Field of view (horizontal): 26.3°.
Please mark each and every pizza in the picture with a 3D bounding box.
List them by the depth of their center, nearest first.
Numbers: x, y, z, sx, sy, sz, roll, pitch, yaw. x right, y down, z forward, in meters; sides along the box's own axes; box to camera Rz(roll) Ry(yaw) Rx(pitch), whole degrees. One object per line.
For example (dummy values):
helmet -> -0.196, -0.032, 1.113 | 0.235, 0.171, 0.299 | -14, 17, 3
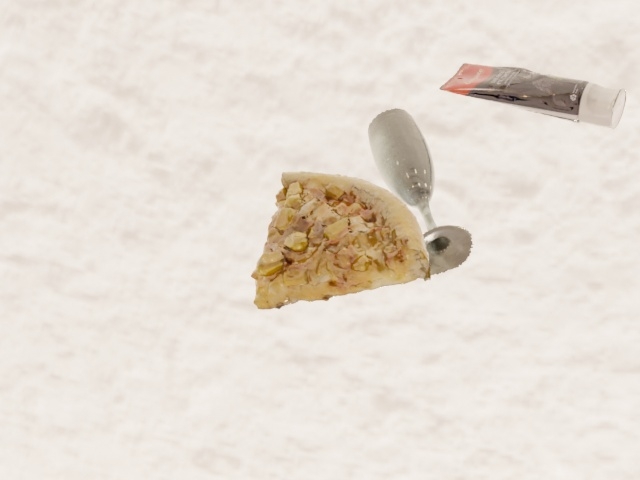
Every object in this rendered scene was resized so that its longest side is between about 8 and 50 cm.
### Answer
pizza -> 0.000, 0.000, 0.995 | 0.131, 0.178, 0.041 | -29, 127, -8

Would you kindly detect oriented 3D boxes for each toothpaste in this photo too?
toothpaste -> 0.228, -0.159, 1.479 | 0.193, 0.071, 0.045 | 16, 128, 26

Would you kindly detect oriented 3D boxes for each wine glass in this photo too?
wine glass -> 0.093, -0.056, 1.350 | 0.066, 0.198, 0.066 | -8, 133, -9
